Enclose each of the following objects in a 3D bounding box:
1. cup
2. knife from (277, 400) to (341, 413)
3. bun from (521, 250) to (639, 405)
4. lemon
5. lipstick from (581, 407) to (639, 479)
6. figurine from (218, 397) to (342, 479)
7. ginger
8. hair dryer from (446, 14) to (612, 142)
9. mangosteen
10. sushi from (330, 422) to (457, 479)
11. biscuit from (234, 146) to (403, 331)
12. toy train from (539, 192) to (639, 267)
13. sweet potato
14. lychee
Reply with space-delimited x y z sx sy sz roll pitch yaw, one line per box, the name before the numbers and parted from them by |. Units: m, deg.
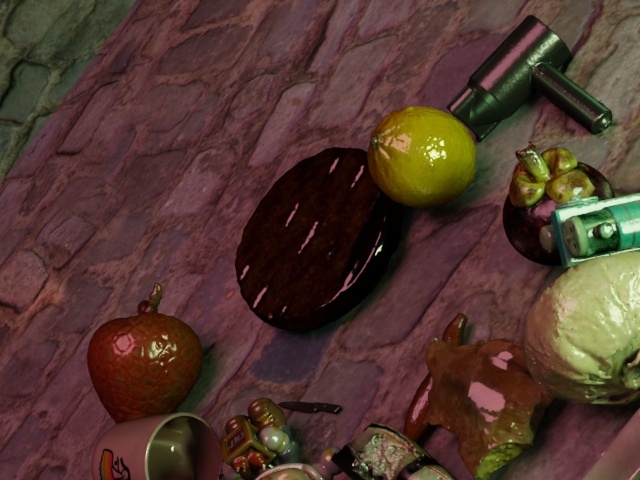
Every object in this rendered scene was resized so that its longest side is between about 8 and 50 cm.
cup | -0.321 0.468 2.189 0.200 0.191 0.253 -13 85 42
knife | -0.024 0.316 2.133 0.170 0.010 0.023 -3 53 45
bun | 0.423 0.149 1.641 0.259 0.259 0.152 -42 49 11
lemon | 0.192 -0.158 2.133 0.192 0.231 0.192 -27 58 55
lipstick | 0.449 0.325 1.620 0.317 0.066 0.068 -51 39 0
figurine | -0.070 0.428 1.950 0.261 0.186 0.382 -47 38 13
ginger | 0.250 0.236 1.815 0.219 0.123 0.270 -48 55 15
hair dryer | 0.403 -0.255 2.101 0.244 0.116 0.302 -48 46 8
mangosteen | 0.383 -0.067 1.870 0.192 0.217 0.192 -29 31 19
sushi | 0.160 0.384 1.810 0.273 0.134 0.109 16 66 49
biscuit | 0.000 0.000 2.295 0.407 0.091 0.407 -23 48 29
toy train | 0.488 -0.030 1.692 0.194 0.298 0.120 153 105 -81
sweet potato | 0.201 0.247 1.933 0.057 0.057 0.265 12 69 48
lychee | -0.370 0.242 2.342 0.255 0.255 0.300 -11 85 39
